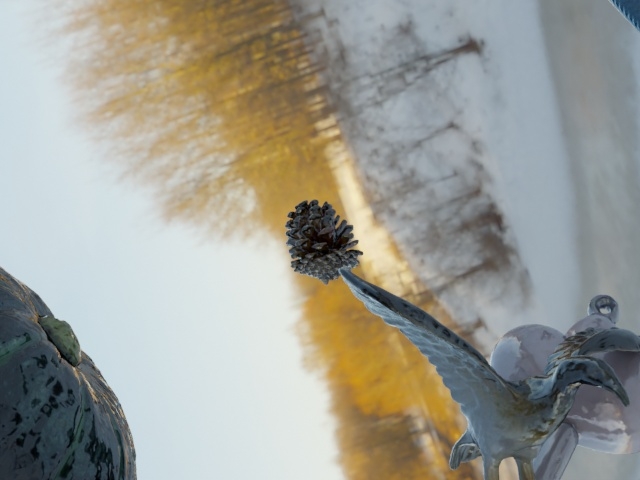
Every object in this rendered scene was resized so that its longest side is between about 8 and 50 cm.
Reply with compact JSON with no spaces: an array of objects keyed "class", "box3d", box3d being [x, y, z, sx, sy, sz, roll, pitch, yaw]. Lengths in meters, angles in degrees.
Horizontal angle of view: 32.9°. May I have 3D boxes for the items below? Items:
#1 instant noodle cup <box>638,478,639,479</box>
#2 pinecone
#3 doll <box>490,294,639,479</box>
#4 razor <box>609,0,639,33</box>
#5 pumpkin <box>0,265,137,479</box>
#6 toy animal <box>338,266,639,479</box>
[{"class":"instant noodle cup","box3d":[0.458,0.356,1.193,0.240,0.240,0.178,-106,4,-60]},{"class":"pinecone","box3d":[-0.004,0.002,1.401,0.109,0.102,0.102,52,179,11]},{"class":"doll","box3d":[0.176,0.191,0.869,0.365,0.160,0.094,-59,-28,-29]},{"class":"razor","box3d":[0.112,-0.062,0.332,0.037,0.068,0.191,16,-145,-39]},{"class":"pumpkin","box3d":[-0.244,0.135,0.658,0.248,0.248,0.248,-20,-90,-88]},{"class":"toy animal","box3d":[0.160,0.120,0.777,0.197,0.272,0.160,-148,62,-62]}]
